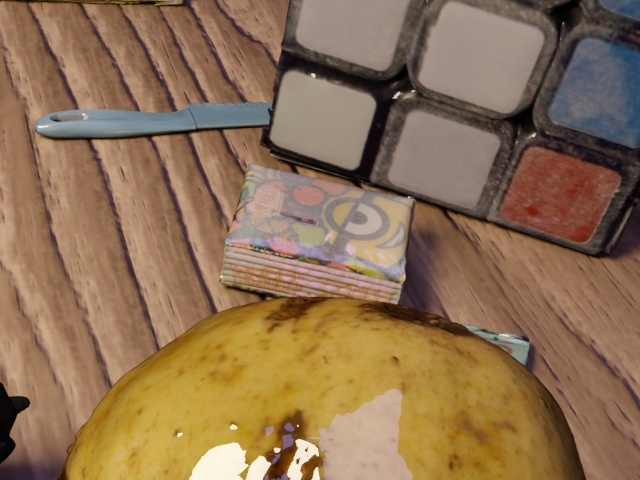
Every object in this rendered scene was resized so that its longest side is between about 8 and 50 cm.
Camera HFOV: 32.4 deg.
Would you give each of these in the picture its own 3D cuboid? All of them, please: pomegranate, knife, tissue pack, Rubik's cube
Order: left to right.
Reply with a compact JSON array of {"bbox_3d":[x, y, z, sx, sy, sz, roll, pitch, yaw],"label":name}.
[{"bbox_3d":[-0.115,-0.118,1.048,0.313,0.019,0.044,-4,42,-23],"label":"knife"},{"bbox_3d":[0.000,0.000,0.901,0.148,0.060,0.108,13,38,0],"label":"tissue pack"},{"bbox_3d":[0.007,0.163,0.553,0.281,0.281,0.281,7,40,-6],"label":"pomegranate"},{"bbox_3d":[0.172,-0.257,1.010,0.363,0.362,0.359,16,40,1],"label":"Rubik's cube"}]

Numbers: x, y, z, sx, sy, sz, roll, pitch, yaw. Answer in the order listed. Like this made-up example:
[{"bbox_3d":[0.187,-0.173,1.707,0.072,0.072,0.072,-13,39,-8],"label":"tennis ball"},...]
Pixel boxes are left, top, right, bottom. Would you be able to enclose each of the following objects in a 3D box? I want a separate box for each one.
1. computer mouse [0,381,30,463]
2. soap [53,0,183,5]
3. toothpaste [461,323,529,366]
[{"bbox_3d":[-0.291,0.126,0.610,0.264,0.147,0.088,-10,45,-23],"label":"computer mouse"},{"bbox_3d":[-0.253,-0.324,1.159,0.233,0.135,0.076,-3,42,-18],"label":"soap"},{"bbox_3d":[0.123,0.132,0.800,0.056,0.036,0.205,13,36,3],"label":"toothpaste"}]
